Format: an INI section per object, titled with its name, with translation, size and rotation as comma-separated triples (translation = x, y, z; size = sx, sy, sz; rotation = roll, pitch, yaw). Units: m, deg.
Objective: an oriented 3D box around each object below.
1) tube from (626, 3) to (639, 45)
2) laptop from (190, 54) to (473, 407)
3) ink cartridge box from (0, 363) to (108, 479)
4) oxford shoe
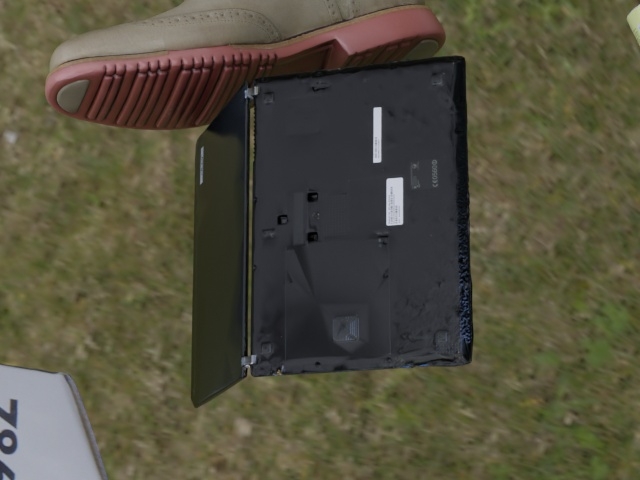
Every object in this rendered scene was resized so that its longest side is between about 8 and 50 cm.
[tube]
translation = 0.359, -0.114, 1.584
size = 0.062, 0.070, 0.240
rotation = -27, 77, 17
[laptop]
translation = 0.000, 0.000, 1.334
size = 0.264, 0.136, 0.234
rotation = -5, 75, 17
[ink cartridge box]
translation = -0.199, 0.078, 0.528
size = 0.165, 0.333, 0.065
rotation = -36, 47, 48
[oxford shoe]
translation = -0.072, -0.178, 1.427
size = 0.123, 0.348, 0.130
rotation = -43, 62, 58
